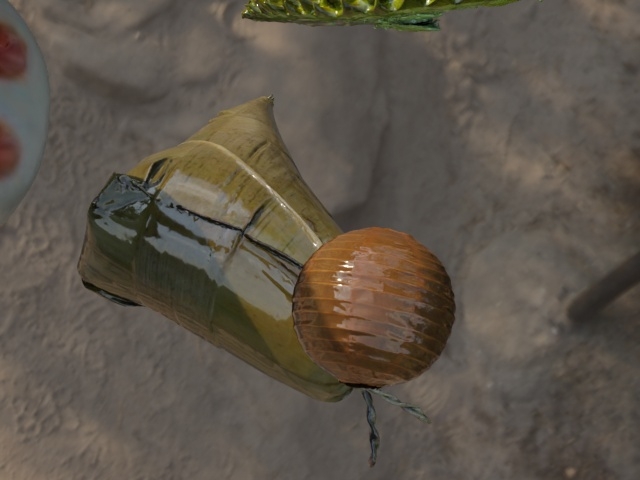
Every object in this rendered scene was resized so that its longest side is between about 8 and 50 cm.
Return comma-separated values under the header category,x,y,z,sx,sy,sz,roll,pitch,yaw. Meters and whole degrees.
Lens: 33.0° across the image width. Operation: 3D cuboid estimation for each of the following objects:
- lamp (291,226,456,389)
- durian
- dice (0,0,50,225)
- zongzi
category,x,y,z,sx,sy,sz,roll,pitch,yaw
lamp,0.043,0.056,0.873,0.136,0.136,0.136,16,52,-21
durian,0.066,-0.143,0.537,0.215,0.100,0.086,-8,80,-4
dice,-0.502,-0.140,1.156,0.304,0.304,0.277,23,65,-56
zongzi,0.004,-0.016,1.427,0.499,0.218,0.467,27,47,16
